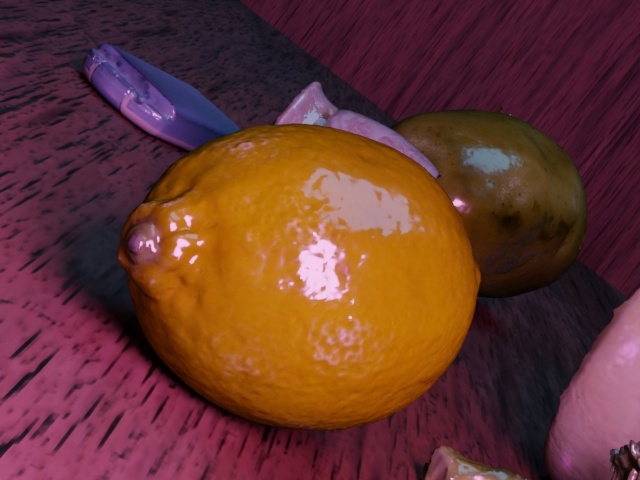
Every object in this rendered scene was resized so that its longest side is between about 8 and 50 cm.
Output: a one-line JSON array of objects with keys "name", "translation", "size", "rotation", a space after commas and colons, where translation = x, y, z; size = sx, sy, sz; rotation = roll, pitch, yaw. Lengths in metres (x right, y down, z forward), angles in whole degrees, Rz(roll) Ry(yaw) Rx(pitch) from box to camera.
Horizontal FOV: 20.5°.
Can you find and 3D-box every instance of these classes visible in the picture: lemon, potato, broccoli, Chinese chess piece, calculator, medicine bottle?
[{"name": "lemon", "translation": [-0.015, 0.021, 1.026], "size": [0.248, 0.184, 0.184], "rotation": [8, 26, -36]}, {"name": "potato", "translation": [0.169, -0.039, 1.914], "size": [0.216, 0.216, 0.304], "rotation": [42, 22, 24]}, {"name": "broccoli", "translation": [0.165, 0.185, 1.199], "size": [0.204, 0.122, 0.118], "rotation": [19, 1, -21]}, {"name": "Chinese chess piece", "translation": [0.282, 0.117, 1.420], "size": [0.101, 0.250, 0.250], "rotation": [35, 8, 22]}, {"name": "calculator", "translation": [-0.139, -0.124, 1.667], "size": [0.121, 0.039, 0.210], "rotation": [44, 11, 27]}, {"name": "medicine bottle", "translation": [0.006, -0.041, 1.481], "size": [0.143, 0.147, 0.147], "rotation": [34, 9, 3]}]
